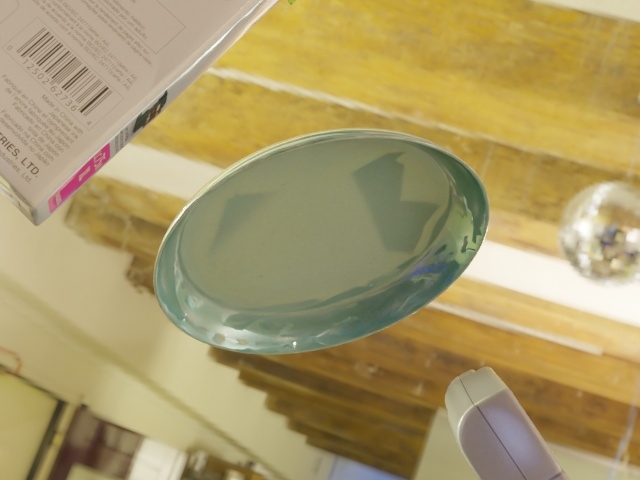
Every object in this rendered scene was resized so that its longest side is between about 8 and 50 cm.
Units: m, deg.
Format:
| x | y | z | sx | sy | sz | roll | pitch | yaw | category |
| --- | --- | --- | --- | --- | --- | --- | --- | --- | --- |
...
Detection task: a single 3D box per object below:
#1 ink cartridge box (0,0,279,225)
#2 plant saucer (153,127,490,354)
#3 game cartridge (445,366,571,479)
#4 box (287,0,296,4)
| x | y | z | sx | sy | sz | roll | pitch | yaw | category |
| --- | --- | --- | --- | --- | --- | --- | --- | --- | --- |
| -0.144 | -0.181 | 0.813 | 0.186 | 0.311 | 0.065 | 43 | -13 | 3 | ink cartridge box |
| 0.000 | 0.000 | 1.123 | 0.318 | 0.043 | 0.317 | -11 | -37 | -8 | plant saucer |
| 0.182 | 0.227 | 0.830 | 0.297 | 0.062 | 0.198 | 57 | 6 | 2 | game cartridge |
| -0.005 | -0.322 | 1.262 | 0.042 | 0.178 | 0.109 | 48 | 6 | -42 | box |
